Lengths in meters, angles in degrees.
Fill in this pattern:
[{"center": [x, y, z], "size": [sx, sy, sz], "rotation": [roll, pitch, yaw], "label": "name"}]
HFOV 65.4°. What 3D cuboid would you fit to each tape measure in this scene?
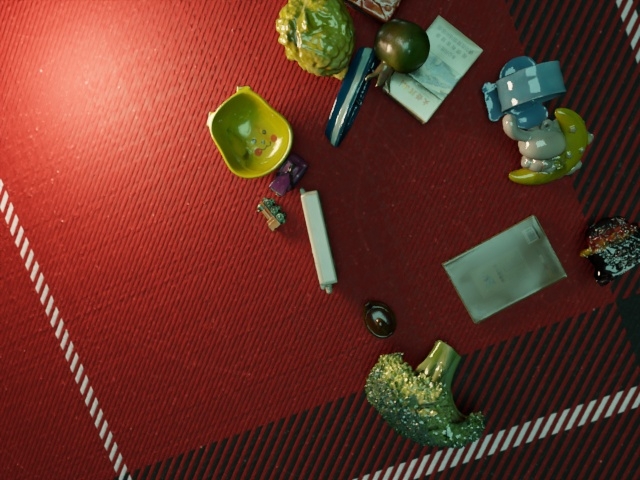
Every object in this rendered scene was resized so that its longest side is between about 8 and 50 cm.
[{"center": [-0.093, -0.200, 1.494], "size": [0.074, 0.125, 0.118], "rotation": [37, 112, -4], "label": "tape measure"}]

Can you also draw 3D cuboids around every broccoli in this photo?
[{"center": [0.322, 0.462, 1.460], "size": [0.375, 0.249, 0.302], "rotation": [32, 100, 7], "label": "broccoli"}]

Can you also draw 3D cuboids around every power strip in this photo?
[{"center": [0.000, 0.000, 1.519], "size": [0.058, 0.098, 0.339], "rotation": [-12, 95, 3], "label": "power strip"}]

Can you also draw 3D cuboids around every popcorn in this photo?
[{"center": [-0.003, -0.570, 1.424], "size": [0.236, 0.251, 0.206], "rotation": [27, 72, 36], "label": "popcorn"}]

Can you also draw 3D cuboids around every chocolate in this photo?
[{"center": [0.154, -0.769, 1.426], "size": [0.234, 0.108, 0.238], "rotation": [30, 99, 1], "label": "chocolate"}]

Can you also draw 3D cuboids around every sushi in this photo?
[{"center": [0.835, 0.012, 1.424], "size": [0.172, 0.153, 0.150], "rotation": [-44, 72, 29], "label": "sushi"}]

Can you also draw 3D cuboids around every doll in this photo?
[{"center": [0.632, -0.265, 1.401], "size": [0.252, 0.111, 0.237], "rotation": [-7, 135, 6], "label": "doll"}]

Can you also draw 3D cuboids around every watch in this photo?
[{"center": [0.564, -0.414, 1.379], "size": [0.210, 0.193, 0.211], "rotation": [0, 94, 4], "label": "watch"}]

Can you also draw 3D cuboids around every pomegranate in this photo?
[{"center": [0.207, -0.505, 1.373], "size": [0.152, 0.131, 0.191], "rotation": [39, 108, 35], "label": "pomegranate"}]

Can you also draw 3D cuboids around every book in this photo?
[{"center": [0.557, 0.090, 1.516], "size": [0.310, 0.021, 0.217], "rotation": [-29, 93, 7], "label": "book"}]

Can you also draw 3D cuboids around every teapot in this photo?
[{"center": [0.179, 0.243, 1.536], "size": [0.098, 0.078, 0.129], "rotation": [-33, 92, 7], "label": "teapot"}]

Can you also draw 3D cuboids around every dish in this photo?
[{"center": [-0.198, -0.313, 1.497], "size": [0.221, 0.108, 0.262], "rotation": [-39, 85, 11], "label": "dish"}]

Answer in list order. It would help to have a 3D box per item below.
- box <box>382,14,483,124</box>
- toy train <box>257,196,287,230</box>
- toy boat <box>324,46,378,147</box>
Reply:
[{"center": [0.323, -0.493, 1.455], "size": [0.164, 0.069, 0.256], "rotation": [38, 97, 1], "label": "box"}, {"center": [-0.153, -0.086, 1.554], "size": [0.064, 0.044, 0.103], "rotation": [-39, 91, 18], "label": "toy train"}, {"center": [0.088, -0.422, 1.473], "size": [0.061, 0.096, 0.299], "rotation": [25, 97, 10], "label": "toy boat"}]
